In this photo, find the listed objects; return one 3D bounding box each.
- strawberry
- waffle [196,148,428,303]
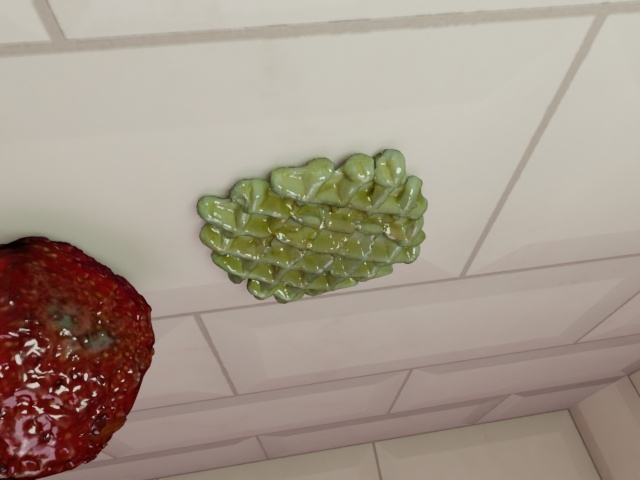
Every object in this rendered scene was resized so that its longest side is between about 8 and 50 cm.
[{"bbox_3d":[-0.337,0.117,0.499,0.273,0.274,0.221,-8,129,-4],"label":"strawberry"},{"bbox_3d":[0.000,0.000,0.596,0.308,0.056,0.292,-15,144,4],"label":"waffle"}]
